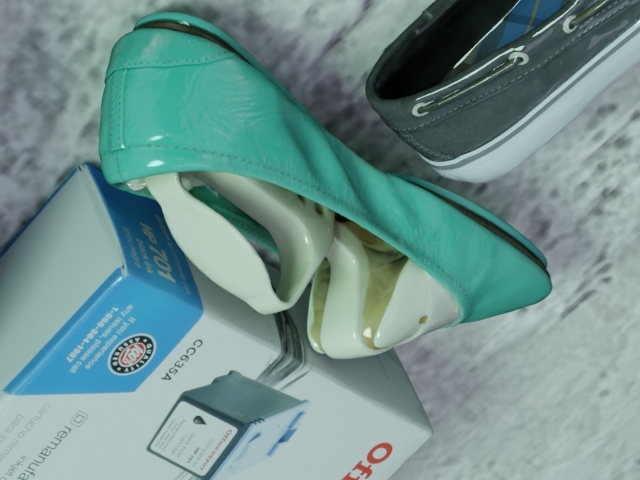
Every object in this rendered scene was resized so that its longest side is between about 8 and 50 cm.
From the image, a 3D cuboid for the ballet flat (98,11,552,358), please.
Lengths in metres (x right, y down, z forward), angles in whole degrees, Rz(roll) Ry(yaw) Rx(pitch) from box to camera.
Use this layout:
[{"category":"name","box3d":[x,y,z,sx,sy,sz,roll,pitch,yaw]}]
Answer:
[{"category":"ballet flat","box3d":[0.000,0.000,0.830,0.247,0.083,0.087,32,64,-36]}]

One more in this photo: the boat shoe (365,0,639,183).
[{"category":"boat shoe","box3d":[0.107,-0.119,0.801,0.228,0.080,0.076,-42,134,21]}]

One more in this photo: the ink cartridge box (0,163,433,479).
[{"category":"ink cartridge box","box3d":[-0.068,0.073,0.870,0.190,0.082,0.139,30,110,-37]}]
